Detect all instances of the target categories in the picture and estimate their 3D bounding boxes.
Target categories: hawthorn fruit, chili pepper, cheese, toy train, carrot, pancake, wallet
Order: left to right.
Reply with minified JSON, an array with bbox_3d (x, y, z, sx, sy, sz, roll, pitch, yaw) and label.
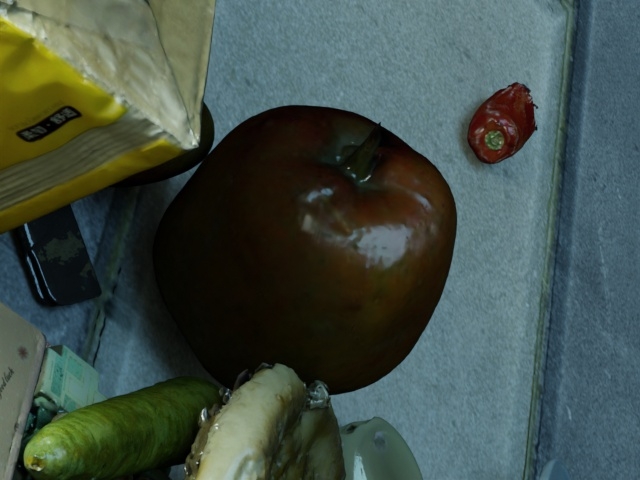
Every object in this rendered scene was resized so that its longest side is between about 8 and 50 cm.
[{"bbox_3d":[-0.244,-0.016,1.745,0.082,0.018,0.156,-13,82,-61],"label":"wallet"},{"bbox_3d":[-0.193,0.178,1.656,0.194,0.081,0.125,44,32,-35],"label":"toy train"},{"bbox_3d":[-0.154,0.155,1.542,0.358,0.074,0.074,-5,75,-74],"label":"carrot"},{"bbox_3d":[-0.052,0.282,1.675,0.382,0.071,0.382,7,90,-71],"label":"pancake"},{"bbox_3d":[0.000,0.000,1.822,0.268,0.301,0.267,18,48,-21],"label":"hawthorn fruit"},{"bbox_3d":[0.068,0.290,1.971,0.137,0.064,0.227,-26,94,-55],"label":"cheese"},{"bbox_3d":[0.223,-0.142,2.425,0.070,0.073,0.123,25,32,12],"label":"chili pepper"}]

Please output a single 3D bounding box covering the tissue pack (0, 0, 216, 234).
[{"bbox_3d":[-0.280,-0.155,1.448,0.228,0.382,0.293,39,43,-39],"label":"tissue pack"}]

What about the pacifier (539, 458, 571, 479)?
[{"bbox_3d":[0.302,0.375,2.126,0.227,0.207,0.279,59,31,-45],"label":"pacifier"}]

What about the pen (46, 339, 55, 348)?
[{"bbox_3d":[-0.269,0.068,1.656,0.218,0.026,0.026,43,41,-32],"label":"pen"}]

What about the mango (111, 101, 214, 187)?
[{"bbox_3d":[-0.178,-0.110,1.798,0.267,0.133,0.111,-17,130,-68],"label":"mango"}]

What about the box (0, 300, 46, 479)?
[{"bbox_3d":[-0.372,0.098,1.354,0.297,0.190,0.225,42,41,-35],"label":"box"}]
